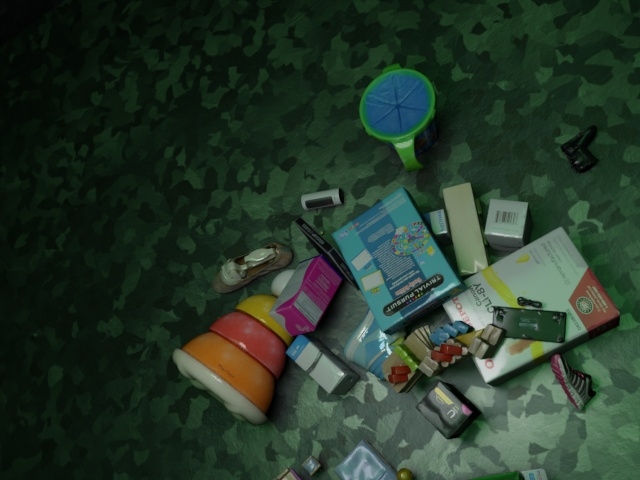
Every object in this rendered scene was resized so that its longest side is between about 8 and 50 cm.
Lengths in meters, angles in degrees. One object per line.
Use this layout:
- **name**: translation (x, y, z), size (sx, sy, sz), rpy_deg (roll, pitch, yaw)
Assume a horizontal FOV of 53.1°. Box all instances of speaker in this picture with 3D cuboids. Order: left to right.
- **speaker**: translation (0.008, -0.137, 2.116), size (0.136, 0.055, 0.055), rpy_deg (-8, 72, 20)

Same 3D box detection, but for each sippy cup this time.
- **sippy cup**: translation (0.263, -0.376, 1.983), size (0.240, 0.224, 0.306), rpy_deg (24, 86, 26)

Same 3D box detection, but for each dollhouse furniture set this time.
- **dollhouse furniture set**: translation (0.061, 0.657, 1.768), size (0.303, 0.198, 0.286), rpy_deg (-43, 62, -8)

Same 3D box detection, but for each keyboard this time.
- **keyboard**: translation (0.533, 0.200, 1.641), size (0.180, 0.023, 0.108), rpy_deg (3, 84, 22)

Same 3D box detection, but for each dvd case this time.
- **dvd case**: translation (0.027, 0.042, 1.936), size (0.029, 0.239, 0.179), rpy_deg (-43, 49, -6)

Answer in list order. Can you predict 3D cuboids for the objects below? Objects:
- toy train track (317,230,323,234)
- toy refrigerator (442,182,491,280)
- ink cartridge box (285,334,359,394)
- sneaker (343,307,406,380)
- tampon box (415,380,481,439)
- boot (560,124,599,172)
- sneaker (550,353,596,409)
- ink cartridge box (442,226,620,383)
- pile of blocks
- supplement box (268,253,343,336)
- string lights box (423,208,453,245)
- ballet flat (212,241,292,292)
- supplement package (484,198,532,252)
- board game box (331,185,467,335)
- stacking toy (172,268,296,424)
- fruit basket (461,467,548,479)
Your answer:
- **toy train track**: translation (0.000, 0.000, 2.105), size (0.048, 0.014, 0.083), rpy_deg (-37, 70, 1)
- **toy refrigerator**: translation (0.436, -0.023, 1.880), size (0.094, 0.102, 0.270), rpy_deg (-14, 70, 18)
- **ink cartridge box**: translation (0.007, 0.372, 1.925), size (0.190, 0.139, 0.082), rpy_deg (40, 92, 27)
- **sneaker**: translation (0.229, 0.267, 1.875), size (0.208, 0.127, 0.319), rpy_deg (35, 100, 29)
- **tampon box**: translation (0.350, 0.462, 1.745), size (0.120, 0.161, 0.101), rpy_deg (43, 94, 26)
- **boot**: translation (0.763, -0.260, 1.842), size (0.121, 0.045, 0.099), rpy_deg (-35, 63, 18)
- **sneaker**: translation (0.664, 0.357, 1.674), size (0.074, 0.063, 0.171), rpy_deg (-32, 101, -1)
- **ink cartridge box**: translation (0.557, 0.188, 1.736), size (0.384, 0.160, 0.279), rpy_deg (-31, 65, 12)
- **pile of blocks**: translation (0.299, 0.285, 1.682), size (0.362, 0.112, 0.149), rpy_deg (-30, 69, 26)
- **supplement box**: translation (-0.043, 0.165, 1.929), size (0.111, 0.114, 0.220), rpy_deg (-21, 28, 47)
- **string lights box**: translation (0.263, -0.012, 1.930), size (0.259, 0.133, 0.077), rpy_deg (-14, 70, 19)
- **ballet flat**: translation (-0.247, 0.082, 2.132), size (0.315, 0.106, 0.108), rpy_deg (-26, 67, 14)
- **supplement package**: translation (0.530, -0.037, 1.800), size (0.105, 0.179, 0.105), rpy_deg (7, 78, 24)
- **board game box**: translation (0.214, 0.056, 1.801), size (0.253, 0.079, 0.336), rpy_deg (-34, 63, 15)
- **stacking toy**: translation (-0.187, 0.292, 1.986), size (0.350, 0.351, 0.480), rpy_deg (29, 70, 27)
- **fruit basket**: translation (0.461, 0.784, 1.638), size (0.326, 0.165, 0.353), rpy_deg (-18, 85, 18)
